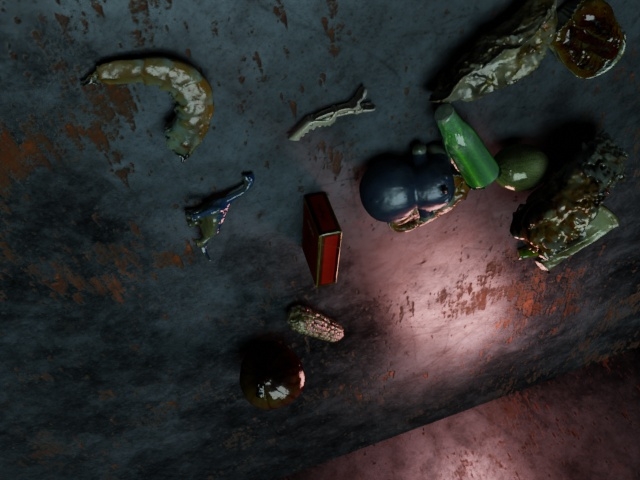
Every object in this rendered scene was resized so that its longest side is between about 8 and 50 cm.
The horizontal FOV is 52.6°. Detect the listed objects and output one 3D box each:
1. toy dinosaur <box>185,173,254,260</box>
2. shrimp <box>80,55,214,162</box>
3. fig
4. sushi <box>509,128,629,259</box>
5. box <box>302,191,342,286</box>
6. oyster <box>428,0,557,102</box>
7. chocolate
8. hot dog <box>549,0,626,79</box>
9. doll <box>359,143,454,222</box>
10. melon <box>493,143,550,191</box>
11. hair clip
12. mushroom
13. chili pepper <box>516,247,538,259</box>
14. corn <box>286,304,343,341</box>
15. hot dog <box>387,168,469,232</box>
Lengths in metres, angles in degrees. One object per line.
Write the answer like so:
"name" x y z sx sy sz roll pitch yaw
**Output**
"toy dinosaur" -0.252 -0.058 1.689 0.188 0.075 0.248 -19 139 -17
"shrimp" -0.323 -0.295 1.346 0.185 0.068 0.287 -38 139 18
"fig" -0.169 0.469 2.249 0.234 0.235 0.214 -15 144 -9
"sushi" 0.740 -0.131 1.911 0.417 0.176 0.417 -44 171 -9
"box" 0.001 0.000 1.816 0.074 0.153 0.240 -9 142 -10
"oyster" 0.434 -0.446 1.527 0.396 0.111 0.204 -39 155 28
"chocolate" 0.380 -0.253 1.715 0.110 0.110 0.291 -33 137 14
"hot dog" 0.658 -0.491 1.589 0.162 0.082 0.270 -40 141 26
"doll" 0.235 -0.140 1.755 0.258 0.154 0.228 -8 116 6
"melon" 0.576 -0.209 1.855 0.192 0.139 0.139 -4 141 -26
"hair clip" 0.020 -0.301 1.543 0.225 0.034 0.072 -21 140 2
"mushroom" 0.831 -0.041 2.225 0.292 0.212 0.217 -46 -177 13
"chili pepper" 0.807 0.042 2.369 0.201 0.050 0.052 -1 178 -20
"corn" -0.017 0.290 2.237 0.092 0.092 0.280 -36 145 18
"hot dog" 0.315 -0.111 1.901 0.268 0.075 0.144 -36 139 14
